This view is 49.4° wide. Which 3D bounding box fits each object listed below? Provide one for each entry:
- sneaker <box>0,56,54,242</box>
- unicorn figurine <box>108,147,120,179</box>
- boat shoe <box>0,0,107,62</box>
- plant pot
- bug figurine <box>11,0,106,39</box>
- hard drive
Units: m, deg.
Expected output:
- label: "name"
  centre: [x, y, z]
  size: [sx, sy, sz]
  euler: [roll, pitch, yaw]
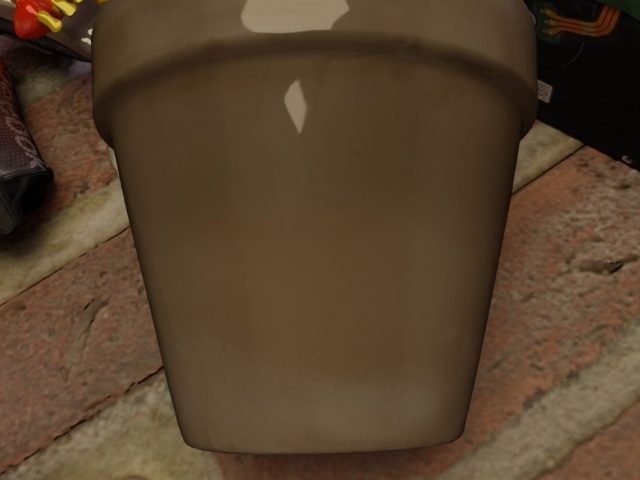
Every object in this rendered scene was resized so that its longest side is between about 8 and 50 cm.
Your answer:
- label: "sneaker"
  centre: [-0.333, -0.092, 0.689]
  size: [0.098, 0.135, 0.276]
  euler: [-31, 39, 5]
- label: "unicorn figurine"
  centre: [-0.174, -0.108, 0.648]
  size: [0.060, 0.161, 0.111]
  euler: [5, 37, -32]
- label: "boat shoe"
  centre: [-0.258, -0.252, 0.741]
  size: [0.341, 0.158, 0.127]
  euler: [21, 91, -4]
- label: "plant pot"
  centre: [0.000, 0.000, 0.503]
  size: [0.323, 0.323, 0.280]
  euler: [-3, 80, 6]
- label: "bug figurine"
  centre: [-0.345, -0.242, 0.619]
  size: [0.279, 0.072, 0.216]
  euler: [40, 83, 1]
- label: "hard drive"
  centre: [0.229, -0.182, 0.577]
  size: [0.339, 0.237, 0.064]
  euler: [35, 72, 23]
